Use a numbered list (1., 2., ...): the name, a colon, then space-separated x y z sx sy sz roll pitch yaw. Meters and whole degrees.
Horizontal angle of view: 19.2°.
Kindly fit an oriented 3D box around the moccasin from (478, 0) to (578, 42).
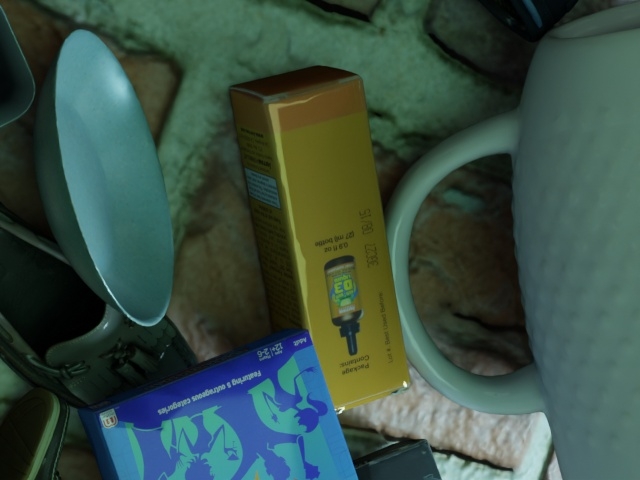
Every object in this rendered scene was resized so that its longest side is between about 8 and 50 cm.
1. moccasin: 0.062 -0.238 1.275 0.342 0.138 0.117 26 93 -26

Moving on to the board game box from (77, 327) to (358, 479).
1. board game box: -0.052 0.183 1.264 0.160 0.047 0.210 -21 96 -21

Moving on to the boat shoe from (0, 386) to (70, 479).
1. boat shoe: -0.199 0.170 1.277 0.049 0.056 0.152 14 107 -37

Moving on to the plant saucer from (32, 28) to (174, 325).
1. plant saucer: -0.145 -0.037 1.209 0.037 0.195 0.195 -14 109 12

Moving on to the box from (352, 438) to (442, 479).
1. box: 0.014 0.326 1.342 0.242 0.076 0.307 -19 88 -21

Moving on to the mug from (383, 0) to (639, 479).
1. mug: 0.226 0.005 1.350 0.374 0.276 0.328 -12 101 8

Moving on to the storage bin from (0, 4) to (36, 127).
1. storage bin: -0.262 -0.102 1.170 0.135 0.091 0.098 -29 111 -19

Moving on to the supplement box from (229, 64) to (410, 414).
1. supplement box: 0.000 0.000 1.324 0.078 0.080 0.233 -15 105 -22

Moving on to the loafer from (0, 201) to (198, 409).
1. loafer: -0.178 0.046 1.242 0.267 0.084 0.096 39 82 -26
